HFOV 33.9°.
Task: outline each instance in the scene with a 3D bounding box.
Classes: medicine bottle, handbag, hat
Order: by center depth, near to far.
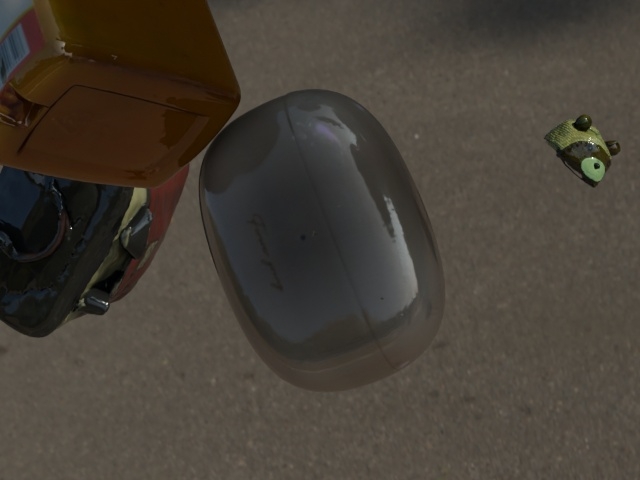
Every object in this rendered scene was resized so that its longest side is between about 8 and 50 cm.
[{"bbox_3d":[-0.158,-0.153,0.671,0.112,0.149,0.222,-40,58,33],"label":"medicine bottle"},{"bbox_3d":[-0.265,-0.020,1.144,0.181,0.254,0.181,35,21,7],"label":"handbag"},{"bbox_3d":[0.301,-0.108,1.201,0.059,0.077,0.076,-49,10,13],"label":"hat"}]

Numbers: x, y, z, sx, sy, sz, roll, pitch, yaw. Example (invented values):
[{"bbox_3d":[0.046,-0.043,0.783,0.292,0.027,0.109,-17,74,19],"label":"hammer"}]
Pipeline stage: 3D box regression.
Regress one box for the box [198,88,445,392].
[{"bbox_3d":[0.000,0.000,0.698,0.146,0.200,0.088,-23,-7,14],"label":"box"}]
